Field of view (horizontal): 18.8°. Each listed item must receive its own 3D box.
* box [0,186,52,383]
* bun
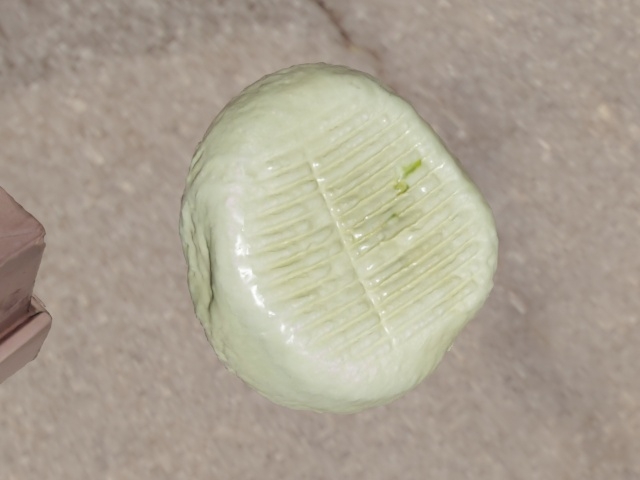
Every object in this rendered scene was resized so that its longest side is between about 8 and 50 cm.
[{"bbox_3d":[-0.242,0.010,0.699,0.215,0.215,0.086,-39,162,-38],"label":"box"},{"bbox_3d":[0.000,0.000,0.639,0.115,0.069,0.115,4,82,-30],"label":"bun"}]
